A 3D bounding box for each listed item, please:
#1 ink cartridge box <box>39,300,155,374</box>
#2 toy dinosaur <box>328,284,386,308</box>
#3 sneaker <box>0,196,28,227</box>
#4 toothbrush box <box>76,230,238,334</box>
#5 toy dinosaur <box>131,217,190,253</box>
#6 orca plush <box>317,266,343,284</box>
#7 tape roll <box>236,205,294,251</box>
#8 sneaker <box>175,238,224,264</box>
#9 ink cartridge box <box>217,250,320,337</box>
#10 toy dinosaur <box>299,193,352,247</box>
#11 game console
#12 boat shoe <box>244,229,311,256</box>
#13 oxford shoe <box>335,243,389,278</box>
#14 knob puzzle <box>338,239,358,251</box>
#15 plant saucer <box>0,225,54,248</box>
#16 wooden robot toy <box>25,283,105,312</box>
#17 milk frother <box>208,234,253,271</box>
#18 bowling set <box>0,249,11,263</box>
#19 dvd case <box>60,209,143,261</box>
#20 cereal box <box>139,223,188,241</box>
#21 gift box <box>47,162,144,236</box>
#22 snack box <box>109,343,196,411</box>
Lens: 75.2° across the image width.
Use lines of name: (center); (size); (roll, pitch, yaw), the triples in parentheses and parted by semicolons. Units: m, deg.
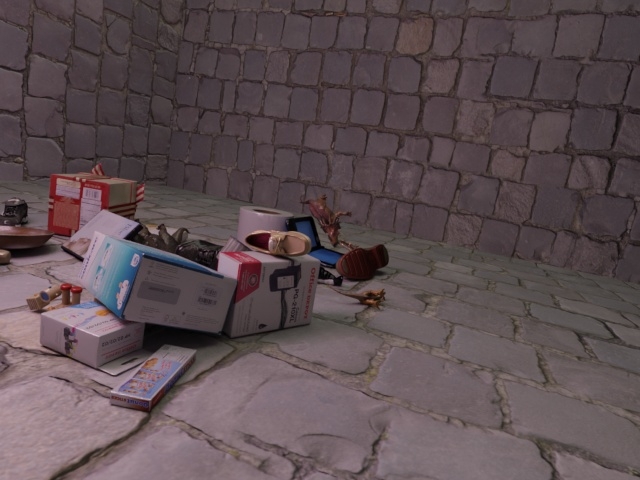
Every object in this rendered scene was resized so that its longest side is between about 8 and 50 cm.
ink cartridge box: (-0.399, 0.172, 0.756); (0.181, 0.062, 0.104); (13, 10, 20)
toy dinosaur: (0.136, 0.177, 1.288); (0.211, 0.064, 0.112); (13, -13, -38)
sneaker: (-1.134, -0.104, 1.529); (0.078, 0.106, 0.234); (4, 11, -23)
toothbrush box: (-0.355, 0.087, 0.893); (0.295, 0.126, 0.216); (11, -9, 46)
toy dinosaur: (-0.575, 0.008, 1.453); (0.160, 0.121, 0.313); (47, 13, 20)
orca plush: (-0.059, 0.089, 1.436); (0.286, 0.102, 0.151); (11, 10, 11)
tape roll: (-0.250, -0.051, 1.868); (0.245, 0.169, 0.246); (9, 9, -1)
sneaker: (-0.372, 0.051, 1.409); (0.227, 0.087, 0.130); (11, 2, -21)
ink cartridge box: (-0.125, 0.118, 0.994); (0.237, 0.172, 0.100); (0, 13, -44)
toy dinosaur: (0.012, -0.119, 1.916); (0.295, 0.127, 0.200); (40, 24, 13)
game console: (0.000, 0.000, 1.843); (0.173, 0.251, 0.293); (-16, 0, 21)
boat shoe: (-0.103, 0.008, 0.968); (0.169, 0.063, 0.059); (4, 8, 29)
oxford shoe: (0.148, 0.096, 1.667); (0.130, 0.123, 0.348); (-16, -6, 35)
knob puzzle: (0.159, 0.035, 1.934); (0.213, 0.030, 0.213); (28, 8, -4)
plant saucer: (-0.977, -0.013, 1.239); (0.310, 0.050, 0.310); (7, 3, 0)
wooden robot toy: (-0.531, 0.135, 0.839); (0.173, 0.076, 0.079); (11, 21, 10)
milk frother: (-0.274, 0.065, 1.270); (0.129, 0.135, 0.143); (40, -8, -36)
bowling set: (-0.884, -0.012, 0.998); (0.154, 0.200, 0.287); (5, 6, -15)
dvd case: (-0.689, -0.010, 1.304); (0.252, 0.022, 0.180); (16, 56, 36)
cereal box: (-0.647, -0.017, 1.657); (0.172, 0.048, 0.240); (9, 10, -2)
gift box: (-0.856, -0.153, 1.614); (0.254, 0.277, 0.258); (14, 8, -3)
snack box: (-0.272, 0.223, 0.697); (0.064, 0.022, 0.178); (11, 10, 4)
